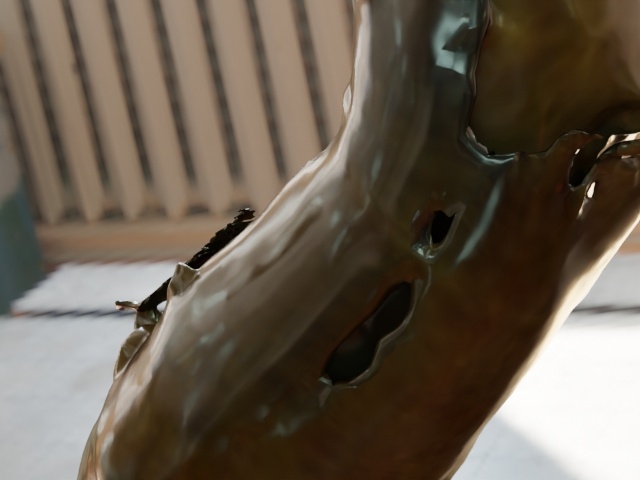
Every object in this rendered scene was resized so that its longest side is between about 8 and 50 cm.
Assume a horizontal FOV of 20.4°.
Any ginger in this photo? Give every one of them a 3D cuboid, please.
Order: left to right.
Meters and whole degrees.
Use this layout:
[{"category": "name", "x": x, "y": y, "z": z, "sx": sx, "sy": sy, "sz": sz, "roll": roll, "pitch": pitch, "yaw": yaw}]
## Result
[{"category": "ginger", "x": 0.010, "y": 0.005, "z": 0.506, "sx": 0.107, "sy": 0.309, "sz": 0.133, "roll": 1, "pitch": 35, "yaw": -45}]
